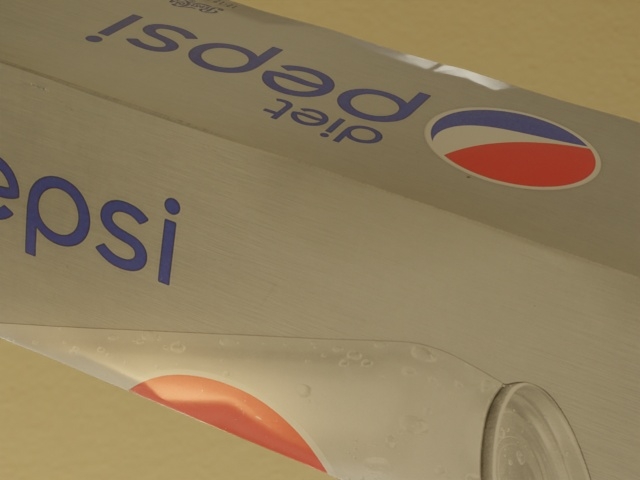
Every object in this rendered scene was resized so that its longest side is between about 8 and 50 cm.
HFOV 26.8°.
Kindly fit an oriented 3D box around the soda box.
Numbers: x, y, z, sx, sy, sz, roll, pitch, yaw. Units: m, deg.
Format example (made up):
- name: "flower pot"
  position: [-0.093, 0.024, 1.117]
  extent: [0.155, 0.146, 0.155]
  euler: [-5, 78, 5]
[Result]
- name: "soda box"
  position: [0.000, 0.000, 0.397]
  extent: [0.091, 0.286, 0.098]
  euler: [-44, -30, -54]
